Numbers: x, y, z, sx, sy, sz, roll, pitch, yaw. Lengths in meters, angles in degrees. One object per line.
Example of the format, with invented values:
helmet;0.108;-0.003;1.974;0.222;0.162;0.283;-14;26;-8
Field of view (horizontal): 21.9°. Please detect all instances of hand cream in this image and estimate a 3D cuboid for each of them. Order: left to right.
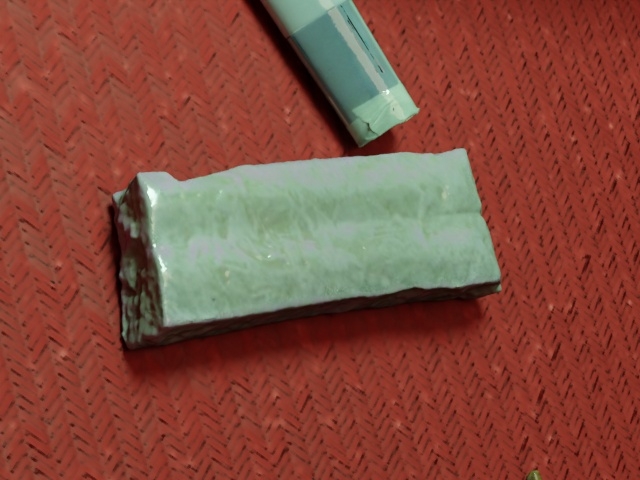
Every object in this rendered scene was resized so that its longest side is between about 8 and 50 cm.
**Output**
hand cream;-0.019;-0.183;1.136;0.079;0.048;0.255;-35;92;-47

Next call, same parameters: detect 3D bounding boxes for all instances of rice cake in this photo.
rice cake;-0.002;-0.002;1.069;0.298;0.050;0.106;-6;75;-39

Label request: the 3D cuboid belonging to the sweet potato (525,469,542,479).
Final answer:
sweet potato;0.181;0.291;1.084;0.067;0.059;0.281;-2;70;-17
